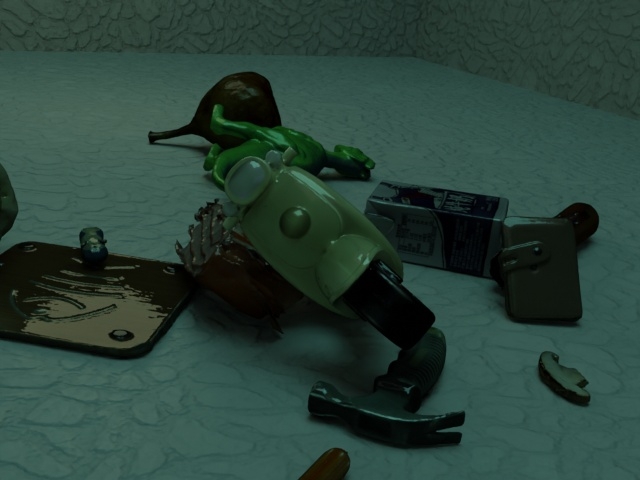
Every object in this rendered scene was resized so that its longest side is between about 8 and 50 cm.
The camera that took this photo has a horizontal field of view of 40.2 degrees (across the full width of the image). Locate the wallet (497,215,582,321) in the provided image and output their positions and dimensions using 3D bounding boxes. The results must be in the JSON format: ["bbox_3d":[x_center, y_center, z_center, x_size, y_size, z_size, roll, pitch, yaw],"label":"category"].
[{"bbox_3d":[0.311,0.038,1.239,0.118,0.153,0.039,1,-17,-5],"label":"wallet"}]

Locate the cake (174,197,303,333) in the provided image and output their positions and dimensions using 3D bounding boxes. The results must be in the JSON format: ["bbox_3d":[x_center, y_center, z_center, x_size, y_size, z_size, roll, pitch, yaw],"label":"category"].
[{"bbox_3d":[-0.128,0.012,1.156,0.135,0.098,0.287,33,4,-38],"label":"cake"}]

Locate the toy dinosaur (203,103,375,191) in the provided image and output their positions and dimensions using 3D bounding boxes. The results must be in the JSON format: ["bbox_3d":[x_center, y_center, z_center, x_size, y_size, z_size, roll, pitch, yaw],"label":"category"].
[{"bbox_3d":[-0.039,-0.115,1.628,0.374,0.144,0.500,14,20,-16],"label":"toy dinosaur"}]

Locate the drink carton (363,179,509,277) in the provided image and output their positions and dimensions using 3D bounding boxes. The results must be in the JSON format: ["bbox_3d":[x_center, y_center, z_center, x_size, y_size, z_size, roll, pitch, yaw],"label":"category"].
[{"bbox_3d":[0.185,-0.022,1.420,0.222,0.102,0.134,9,22,13],"label":"drink carton"}]

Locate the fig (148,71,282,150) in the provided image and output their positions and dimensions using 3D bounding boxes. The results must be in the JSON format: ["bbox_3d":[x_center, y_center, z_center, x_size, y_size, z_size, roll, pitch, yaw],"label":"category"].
[{"bbox_3d":[-0.223,-0.277,1.875,0.290,0.191,0.190,10,20,8],"label":"fig"}]

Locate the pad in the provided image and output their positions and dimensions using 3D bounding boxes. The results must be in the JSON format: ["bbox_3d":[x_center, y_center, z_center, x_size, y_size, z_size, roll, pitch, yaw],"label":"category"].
[{"bbox_3d":[-0.318,0.067,1.131,0.286,0.018,0.284,8,20,6],"label":"pad"}]

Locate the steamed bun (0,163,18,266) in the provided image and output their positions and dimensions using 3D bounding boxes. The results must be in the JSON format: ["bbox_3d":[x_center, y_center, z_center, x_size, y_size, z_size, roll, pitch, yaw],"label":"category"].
[{"bbox_3d":[-0.550,-0.065,1.136,0.320,0.206,0.275,16,24,42],"label":"steamed bun"}]

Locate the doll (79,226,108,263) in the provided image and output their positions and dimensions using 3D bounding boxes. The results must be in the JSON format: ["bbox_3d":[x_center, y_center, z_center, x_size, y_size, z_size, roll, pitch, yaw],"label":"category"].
[{"bbox_3d":[-0.323,0.003,1.240,0.037,0.027,0.125,-8,22,-16],"label":"doll"}]

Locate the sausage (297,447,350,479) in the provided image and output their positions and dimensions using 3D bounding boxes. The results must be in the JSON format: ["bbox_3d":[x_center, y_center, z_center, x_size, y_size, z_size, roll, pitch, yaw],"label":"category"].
[{"bbox_3d":[-0.001,0.217,0.791,0.031,0.031,0.107,15,21,22],"label":"sausage"}]

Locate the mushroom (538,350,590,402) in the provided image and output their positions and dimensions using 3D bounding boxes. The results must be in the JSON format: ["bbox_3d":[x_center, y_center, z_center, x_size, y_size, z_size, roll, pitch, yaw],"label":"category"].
[{"bbox_3d":[0.290,0.164,1.047,0.049,0.019,0.101,1,23,-13],"label":"mushroom"}]

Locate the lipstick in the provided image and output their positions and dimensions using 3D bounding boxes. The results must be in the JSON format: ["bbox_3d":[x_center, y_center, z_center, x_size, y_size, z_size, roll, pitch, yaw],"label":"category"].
[{"bbox_3d":[0.382,0.001,1.448,0.077,0.077,0.418,17,22,27],"label":"lipstick"}]

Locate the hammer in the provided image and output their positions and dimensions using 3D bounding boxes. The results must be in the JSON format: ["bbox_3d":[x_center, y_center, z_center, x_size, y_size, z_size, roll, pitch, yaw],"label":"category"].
[{"bbox_3d":[0.097,0.155,0.979,0.158,0.041,0.226,13,21,18],"label":"hammer"}]

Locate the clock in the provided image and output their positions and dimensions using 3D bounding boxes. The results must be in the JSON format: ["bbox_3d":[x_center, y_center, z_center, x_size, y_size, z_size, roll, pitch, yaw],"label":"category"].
[{"bbox_3d":[0.000,0.000,1.080,0.276,0.120,0.379,40,0,-6],"label":"clock"}]
